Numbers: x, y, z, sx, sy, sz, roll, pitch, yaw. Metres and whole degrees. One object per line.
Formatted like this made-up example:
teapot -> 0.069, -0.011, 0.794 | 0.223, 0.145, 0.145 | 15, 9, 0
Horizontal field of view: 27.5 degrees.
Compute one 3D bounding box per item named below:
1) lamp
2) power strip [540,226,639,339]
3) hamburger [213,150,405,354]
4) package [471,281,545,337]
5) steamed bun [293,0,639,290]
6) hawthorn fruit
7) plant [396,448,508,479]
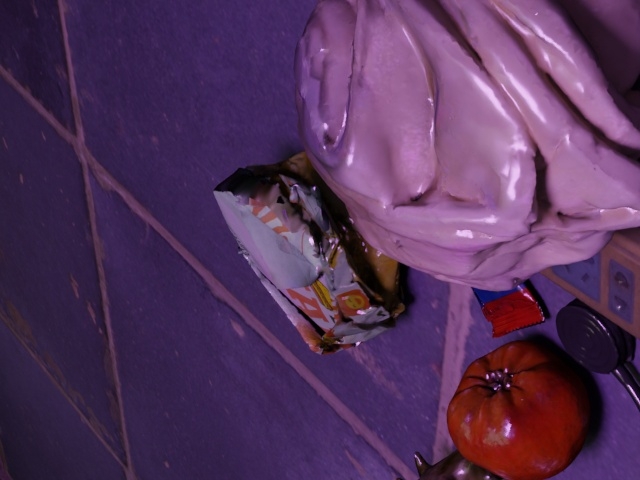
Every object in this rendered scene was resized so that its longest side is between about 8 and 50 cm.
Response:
lamp -> 0.277, 0.223, 1.040 | 0.371, 0.108, 0.130 | 62, 156, 0
power strip -> 0.241, 0.028, 0.978 | 0.387, 0.066, 0.092 | 36, 145, 42
hamburger -> -0.001, -0.001, 1.318 | 0.214, 0.125, 0.235 | 39, 149, 29
package -> 0.135, -0.008, 1.180 | 0.200, 0.022, 0.083 | 64, 153, 2
steamed bun -> 0.087, -0.107, 0.902 | 0.280, 0.207, 0.268 | 145, 120, -63
hawthorn fruit -> 0.176, 0.160, 1.148 | 0.125, 0.125, 0.140 | 13, 114, 56
plant -> 0.158, 0.372, 1.338 | 0.251, 0.180, 0.333 | 51, 156, 44
